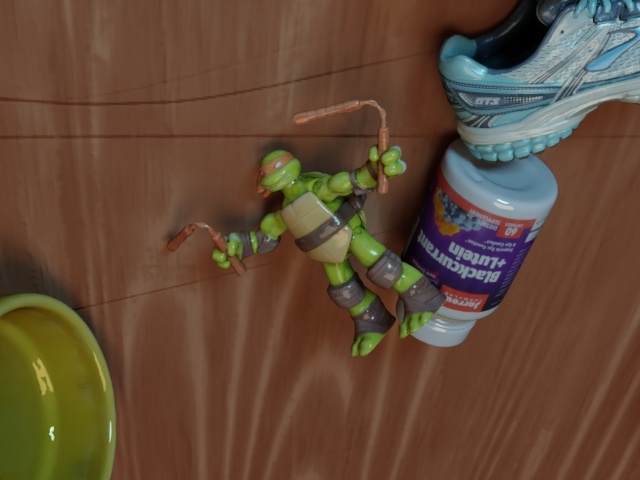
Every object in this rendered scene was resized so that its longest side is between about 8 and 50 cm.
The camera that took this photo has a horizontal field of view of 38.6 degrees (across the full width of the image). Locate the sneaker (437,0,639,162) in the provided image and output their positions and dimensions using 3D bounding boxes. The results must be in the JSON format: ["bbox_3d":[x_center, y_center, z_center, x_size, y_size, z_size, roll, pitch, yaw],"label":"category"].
[{"bbox_3d":[0.225,-0.168,0.727,0.283,0.110,0.122,-28,126,16],"label":"sneaker"}]

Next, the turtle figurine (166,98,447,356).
[{"bbox_3d":[0.000,0.000,0.836,0.269,0.087,0.217,-32,101,30],"label":"turtle figurine"}]

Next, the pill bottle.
[{"bbox_3d":[0.137,0.007,0.865,0.108,0.108,0.193,7,130,-14],"label":"pill bottle"}]

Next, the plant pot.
[{"bbox_3d":[-0.364,0.185,0.879,0.239,0.254,0.254,-6,134,19],"label":"plant pot"}]
